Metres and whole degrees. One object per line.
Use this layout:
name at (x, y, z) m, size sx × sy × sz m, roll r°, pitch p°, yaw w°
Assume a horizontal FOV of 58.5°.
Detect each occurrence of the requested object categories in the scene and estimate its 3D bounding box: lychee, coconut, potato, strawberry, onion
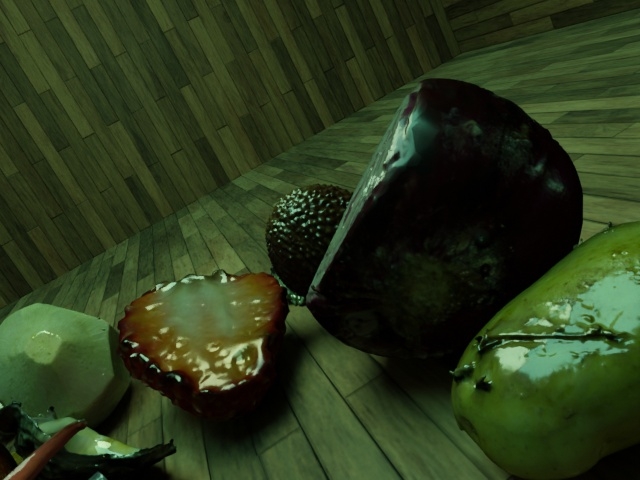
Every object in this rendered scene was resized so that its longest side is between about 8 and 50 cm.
lychee at (0.005, 0.003, 0.874) m, size 0.194 × 0.195 × 0.194 m, roll -25°, pitch 17°, yaw 8°
coconut at (-0.447, 0.218, 0.974) m, size 0.236 × 0.237 × 0.198 m, roll -7°, pitch 49°, yaw 49°
potato at (0.250, 0.079, 0.486) m, size 0.300 × 0.140 × 0.173 m, roll -32°, pitch 11°, yaw -9°
strawberry at (-0.163, 0.171, 0.865) m, size 0.264 × 0.149 × 0.336 m, roll -13°, pitch 25°, yaw -16°
onion at (0.150, -0.003, 0.673) m, size 0.282 × 0.260 × 0.337 m, roll -77°, pitch 12°, yaw -66°

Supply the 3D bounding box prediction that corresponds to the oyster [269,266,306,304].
oyster at (-0.041, 0.064, 1.107) m, size 0.199 × 0.087 × 0.252 m, roll -19°, pitch 8°, yaw 14°

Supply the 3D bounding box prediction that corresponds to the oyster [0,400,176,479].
oyster at (-0.311, 0.272, 0.729) m, size 0.275 × 0.271 × 0.101 m, roll 12°, pitch 55°, yaw 17°

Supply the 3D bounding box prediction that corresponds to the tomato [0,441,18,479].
tomato at (-0.466, 0.339, 0.641) m, size 0.269 × 0.223 × 0.271 m, roll -1°, pitch 57°, yaw 2°

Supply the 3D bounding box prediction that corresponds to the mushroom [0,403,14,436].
mushroom at (-0.644, 0.303, 1.170) m, size 0.204 × 0.204 × 0.204 m, roll -25°, pitch 17°, yaw 8°

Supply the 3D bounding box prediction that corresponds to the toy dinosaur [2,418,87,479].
toy dinosaur at (-0.351, 0.274, 0.522) m, size 0.070 × 0.138 × 0.286 m, roll -16°, pitch 45°, yaw 58°

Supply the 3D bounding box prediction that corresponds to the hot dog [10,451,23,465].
hot dog at (-0.540, 0.377, 0.811) m, size 0.087 × 0.061 × 0.285 m, roll 14°, pitch 10°, yaw 33°

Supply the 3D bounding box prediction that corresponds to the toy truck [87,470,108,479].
toy truck at (-0.202, 0.313, 0.551) m, size 0.110 × 0.116 × 0.216 m, roll -39°, pitch 13°, yaw -36°
